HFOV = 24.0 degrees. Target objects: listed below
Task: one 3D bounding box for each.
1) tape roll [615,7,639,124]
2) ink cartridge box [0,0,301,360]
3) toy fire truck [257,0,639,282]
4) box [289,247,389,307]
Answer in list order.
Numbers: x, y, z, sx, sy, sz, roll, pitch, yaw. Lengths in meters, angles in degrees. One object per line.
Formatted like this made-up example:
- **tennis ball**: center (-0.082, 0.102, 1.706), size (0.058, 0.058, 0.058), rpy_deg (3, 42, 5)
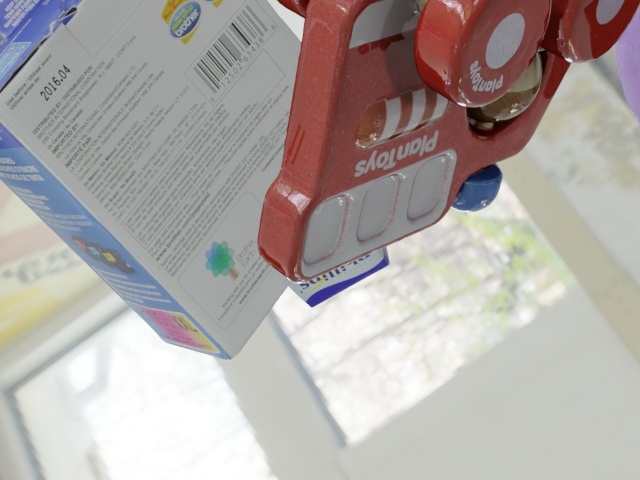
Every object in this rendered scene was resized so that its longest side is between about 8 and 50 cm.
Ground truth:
- **tape roll**: center (0.387, -0.170, 1.241), size (0.275, 0.275, 0.090), rpy_deg (55, -158, 15)
- **ink cartridge box**: center (-0.157, -0.124, 1.362), size (0.151, 0.270, 0.395), rpy_deg (6, 143, 52)
- **toy fire truck**: center (0.084, -0.118, 1.054), size (0.169, 0.254, 0.302), rpy_deg (34, -143, 30)
- **box**: center (0.000, 0.000, 1.910), size (0.137, 0.126, 0.072), rpy_deg (45, -157, -42)
